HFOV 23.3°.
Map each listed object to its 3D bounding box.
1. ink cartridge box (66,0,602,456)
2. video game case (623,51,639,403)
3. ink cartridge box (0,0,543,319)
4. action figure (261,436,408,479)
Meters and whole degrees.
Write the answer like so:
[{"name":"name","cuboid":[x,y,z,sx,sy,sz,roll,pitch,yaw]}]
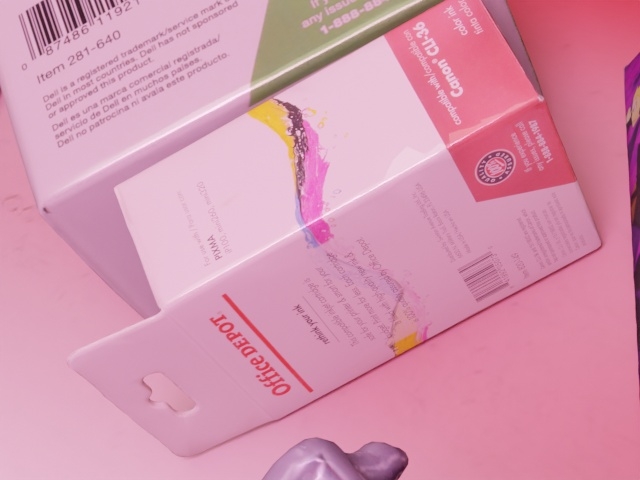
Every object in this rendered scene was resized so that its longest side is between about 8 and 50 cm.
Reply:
[{"name":"ink cartridge box","cuboid":[0.000,0.000,0.614,0.198,0.115,0.067,-29,55,5]},{"name":"video game case","cuboid":[0.173,-0.031,0.506,0.042,0.232,0.210,13,60,-14]},{"name":"ink cartridge box","cuboid":[-0.049,-0.133,0.714,0.201,0.117,0.278,-28,54,6]},{"name":"action figure","cuboid":[-0.011,0.253,0.372,0.248,0.276,0.370,50,120,45]}]
